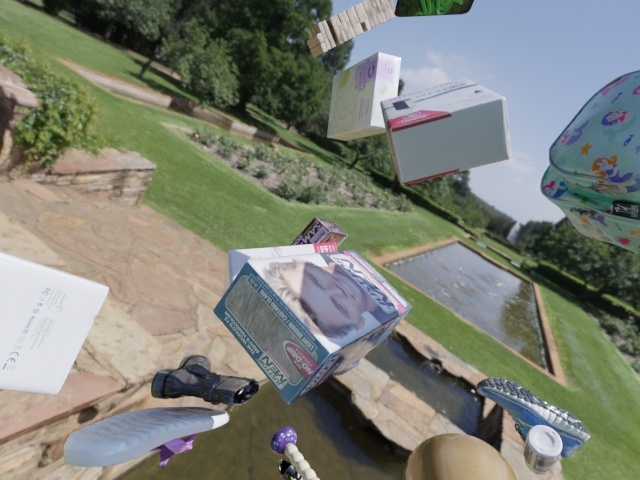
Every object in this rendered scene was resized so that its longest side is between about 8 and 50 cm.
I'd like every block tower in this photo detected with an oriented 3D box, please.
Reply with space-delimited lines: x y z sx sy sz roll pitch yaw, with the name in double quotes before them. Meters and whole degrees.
"block tower" 0.112 -0.754 1.482 0.097 0.335 0.091 24 -36 62

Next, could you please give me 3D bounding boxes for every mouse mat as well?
"mouse mat" 0.221 -0.471 0.763 0.152 0.007 0.190 -3 -13 -1

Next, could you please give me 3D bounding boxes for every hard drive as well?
"hard drive" -0.597 0.135 0.755 0.047 0.233 0.353 14 -13 42

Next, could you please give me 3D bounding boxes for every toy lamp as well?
"toy lamp" -0.017 0.522 0.918 0.080 0.080 0.274 16 9 -41

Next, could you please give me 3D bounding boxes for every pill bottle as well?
"pill bottle" 0.558 0.533 1.082 0.078 0.078 0.137 41 -24 44

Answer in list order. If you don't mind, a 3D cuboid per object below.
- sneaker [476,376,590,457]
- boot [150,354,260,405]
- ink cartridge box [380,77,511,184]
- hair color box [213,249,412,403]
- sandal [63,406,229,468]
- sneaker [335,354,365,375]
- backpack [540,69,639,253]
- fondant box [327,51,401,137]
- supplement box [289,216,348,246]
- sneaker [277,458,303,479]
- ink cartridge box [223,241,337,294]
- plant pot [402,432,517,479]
"sneaker" 0.634 0.552 1.325 0.329 0.147 0.129 29 12 20
"boot" -0.258 0.354 1.057 0.228 0.091 0.263 3 -2 11
"ink cartridge box" 0.232 -0.228 0.853 0.196 0.114 0.273 -13 25 10
"hair color box" 0.013 0.113 0.709 0.174 0.105 0.347 44 21 20
"sandal" -0.346 0.415 0.885 0.169 0.102 0.416 1 -12 23
"sneaker" 0.040 0.323 1.125 0.105 0.115 0.281 45 7 25
"backpack" 0.425 -0.103 0.559 0.191 0.225 0.253 37 4 -12
"fondant box" 0.143 -0.494 1.516 0.096 0.239 0.330 4 5 -26
"supplement box" 0.000 0.000 1.437 0.073 0.130 0.239 44 10 14
"sneaker" -0.084 0.794 1.406 0.234 0.084 0.097 -7 -67 58
"ink cartridge box" -0.112 0.117 1.215 0.306 0.226 0.131 -2 63 -18
"plant pot" 0.262 0.527 0.783 0.237 0.237 0.254 31 8 12
